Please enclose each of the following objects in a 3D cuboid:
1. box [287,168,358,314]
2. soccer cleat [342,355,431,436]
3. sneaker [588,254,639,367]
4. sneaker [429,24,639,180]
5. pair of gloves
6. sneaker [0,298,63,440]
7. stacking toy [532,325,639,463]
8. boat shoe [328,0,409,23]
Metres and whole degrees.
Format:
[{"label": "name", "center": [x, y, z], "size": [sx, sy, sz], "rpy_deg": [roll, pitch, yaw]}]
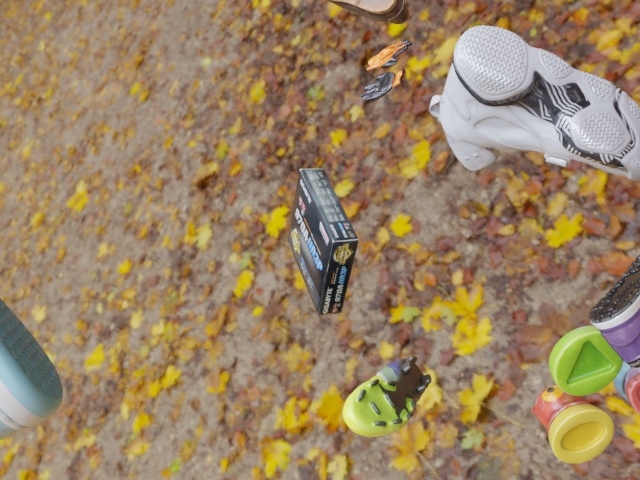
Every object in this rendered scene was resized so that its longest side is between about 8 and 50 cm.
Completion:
[{"label": "box", "center": [0.000, 0.000, 1.381], "size": [0.220, 0.051, 0.175], "rpy_deg": [-114, 27, -46]}, {"label": "soccer cleat", "center": [0.099, 0.278, 1.267], "size": [0.121, 0.289, 0.093], "rpy_deg": [-41, 79, 23]}, {"label": "sneaker", "center": [0.559, 0.094, 1.226], "size": [0.283, 0.124, 0.107], "rpy_deg": [-38, 4, -22]}, {"label": "sneaker", "center": [0.352, -0.187, 1.233], "size": [0.137, 0.366, 0.210], "rpy_deg": [-60, 1, -28]}, {"label": "pair of gloves", "center": [0.083, -0.213, 0.944], "size": [0.074, 0.010, 0.083], "rpy_deg": [-20, 49, 46]}, {"label": "sneaker", "center": [-0.398, 0.077, 0.639], "size": [0.208, 0.319, 0.127], "rpy_deg": [-37, 3, -3]}, {"label": "stacking toy", "center": [0.529, 0.232, 1.387], "size": [0.309, 0.279, 0.130], "rpy_deg": [-20, 26, -3]}, {"label": "boat shoe", "center": [0.062, -0.422, 1.286], "size": [0.207, 0.073, 0.073], "rpy_deg": [40, 103, 30]}]
